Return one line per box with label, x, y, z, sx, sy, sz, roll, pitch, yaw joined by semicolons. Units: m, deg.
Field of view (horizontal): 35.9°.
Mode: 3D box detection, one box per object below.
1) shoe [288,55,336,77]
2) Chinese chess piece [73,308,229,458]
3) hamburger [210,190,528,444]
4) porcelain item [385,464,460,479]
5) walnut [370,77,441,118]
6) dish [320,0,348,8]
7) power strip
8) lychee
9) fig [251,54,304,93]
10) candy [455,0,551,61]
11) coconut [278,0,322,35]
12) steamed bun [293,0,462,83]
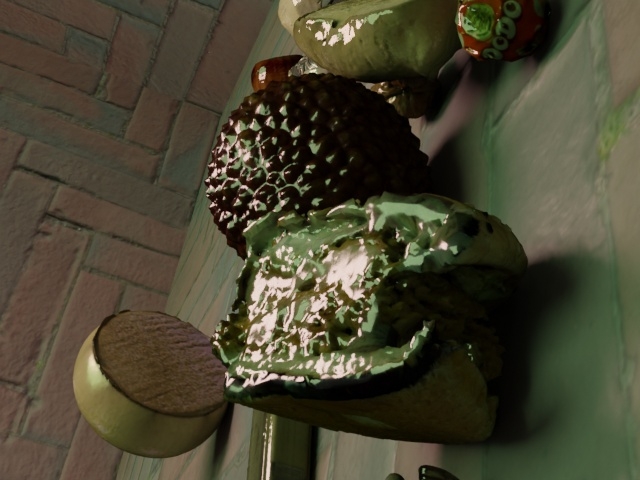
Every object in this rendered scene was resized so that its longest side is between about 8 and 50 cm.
shoe;-0.001;-0.308;1.767;0.180;0.089;0.092;-97;28;-59
Chinese chess piece;-0.284;0.240;1.683;0.112;0.270;0.270;-60;16;30
hamburger;0.050;0.066;0.761;0.288;0.192;0.168;-8;66;47
porcelain item;0.054;0.220;0.752;0.213;0.054;0.084;126;157;-54
walnut;0.099;-0.181;1.152;0.096;0.082;0.079;-83;-13;-71
dish;0.102;-0.498;1.595;0.316;0.106;0.316;-161;90;-80
power strip;-0.045;0.237;1.153;0.387;0.066;0.092;-89;21;-51
lychee;0.005;-0.056;1.014;0.271;0.236;0.236;37;107;62
fig;-0.079;-0.288;2.066;0.146;0.133;0.201;-18;-70;-70
candy;0.184;-0.258;0.972;0.288;0.084;0.078;-70;-17;-55
coconut;0.002;-0.429;1.804;0.162;0.161;0.161;135;152;-66
steamed bun;0.086;-0.217;1.039;0.231;0.110;0.212;-22;20;11
